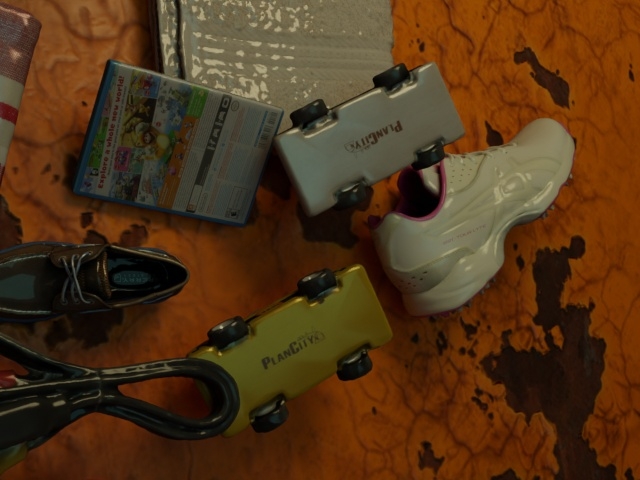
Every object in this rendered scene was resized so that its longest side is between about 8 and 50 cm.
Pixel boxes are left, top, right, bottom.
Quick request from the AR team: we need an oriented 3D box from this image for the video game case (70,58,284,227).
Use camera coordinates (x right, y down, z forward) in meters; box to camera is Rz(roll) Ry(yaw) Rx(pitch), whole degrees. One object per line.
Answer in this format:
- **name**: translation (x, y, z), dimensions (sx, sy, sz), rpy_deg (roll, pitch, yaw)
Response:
- **video game case**: translation (-0.124, -0.081, 0.803), dimensions (0.166, 0.015, 0.119), rpy_deg (11, 107, -31)

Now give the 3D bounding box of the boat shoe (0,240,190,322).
- **boat shoe**: translation (-0.194, 0.028, 0.743), dimensions (0.183, 0.066, 0.066), rpy_deg (-7, 88, -33)

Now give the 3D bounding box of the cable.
- **cable**: translation (-0.203, 0.117, 0.685), dimensions (0.287, 0.072, 0.139), rpy_deg (-8, 80, -40)

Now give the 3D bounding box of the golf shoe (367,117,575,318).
- **golf shoe**: translation (0.168, -0.057, 0.976), dimensions (0.140, 0.115, 0.306), rpy_deg (51, 59, -14)

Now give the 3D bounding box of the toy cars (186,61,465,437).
- **toy cars**: translation (0.000, 0.000, 0.847), dimensions (0.177, 0.087, 0.393), rpy_deg (25, 79, -22)

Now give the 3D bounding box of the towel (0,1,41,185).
- **towel**: translation (-0.357, -0.053, 0.655), dimensions (0.237, 0.037, 0.328), rpy_deg (17, 75, -27)

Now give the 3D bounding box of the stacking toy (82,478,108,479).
- **stacking toy**: translation (-0.226, 0.313, 0.610), dimensions (0.141, 0.141, 0.330), rpy_deg (40, 73, -23)

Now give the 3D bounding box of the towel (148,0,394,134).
- **towel**: translation (-0.034, -0.189, 0.893), dimensions (0.282, 0.049, 0.187), rpy_deg (-4, 87, -34)
